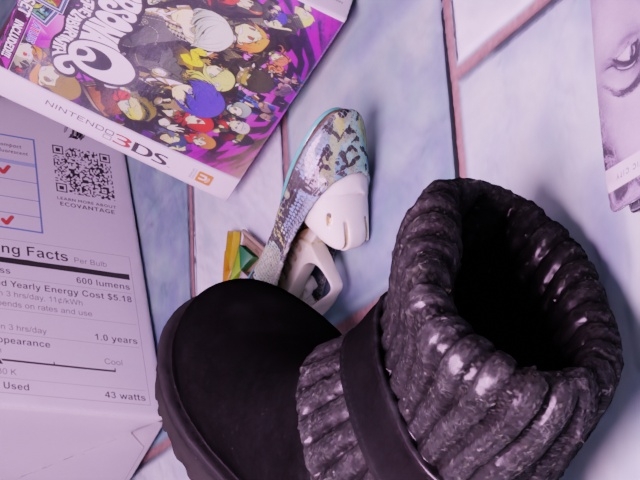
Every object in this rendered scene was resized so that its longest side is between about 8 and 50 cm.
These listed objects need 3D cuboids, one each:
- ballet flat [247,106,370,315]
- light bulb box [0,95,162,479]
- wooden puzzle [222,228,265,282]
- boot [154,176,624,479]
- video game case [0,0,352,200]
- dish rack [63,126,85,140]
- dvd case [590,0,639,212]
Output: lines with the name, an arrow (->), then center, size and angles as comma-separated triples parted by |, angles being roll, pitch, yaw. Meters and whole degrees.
ballet flat -> 0.000, 0.000, 1.109 | 0.070, 0.070, 0.188 | -111, 34, -45
light bulb box -> -0.358, 0.060, 1.503 | 0.225, 0.358, 0.361 | -57, 35, 41
wooden puzzle -> -0.056, 0.034, 1.264 | 0.116, 0.014, 0.078 | -155, 73, -64
boot -> 0.027, 0.062, 0.927 | 0.348, 0.131, 0.260 | 51, 138, 43
video game case -> -0.116, -0.145, 1.207 | 0.232, 0.210, 0.041 | -52, 17, 48
dish rack -> -0.190, -0.230, 1.460 | 0.208, 0.074, 0.271 | -69, -4, -65
dvd case -> 0.178, -0.142, 0.789 | 0.164, 0.018, 0.221 | 144, 128, -58
